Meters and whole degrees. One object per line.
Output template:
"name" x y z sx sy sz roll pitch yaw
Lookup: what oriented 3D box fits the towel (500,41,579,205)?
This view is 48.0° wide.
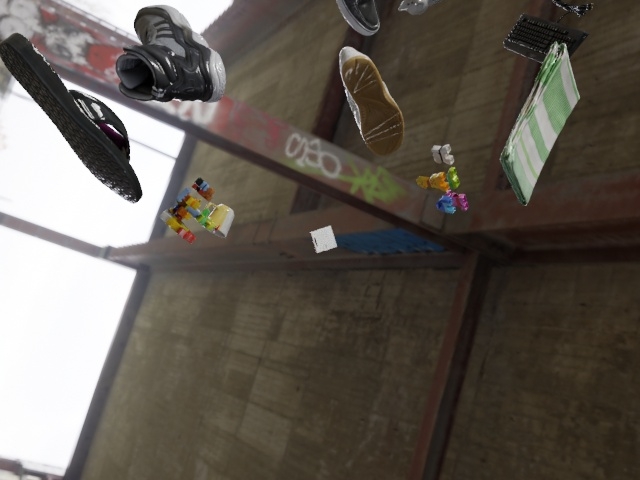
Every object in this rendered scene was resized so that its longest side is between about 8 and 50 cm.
"towel" 0.534 -0.275 1.732 0.038 0.248 0.325 20 -102 33

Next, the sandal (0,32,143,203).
"sandal" -0.522 -0.276 1.605 0.107 0.446 0.167 -47 -154 -28

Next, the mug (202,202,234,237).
"mug" -0.234 -0.052 1.678 0.064 0.062 0.078 -62 165 -16

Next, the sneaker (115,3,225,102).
"sneaker" -0.284 -0.317 1.210 0.268 0.153 0.101 46 -45 32

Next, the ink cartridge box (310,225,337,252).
"ink cartridge box" 0.000 0.000 1.973 0.029 0.115 0.063 -17 -90 31

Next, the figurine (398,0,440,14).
"figurine" 0.322 -0.662 1.870 0.214 0.092 0.209 -14 -156 40

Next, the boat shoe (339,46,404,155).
"boat shoe" 0.112 -0.310 1.591 0.098 0.277 0.096 -23 -136 4

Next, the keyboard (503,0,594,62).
"keyboard" 0.654 -0.606 2.046 0.201 0.033 0.317 -51 -151 10

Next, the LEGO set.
"LEGO set" 0.330 -0.159 2.016 0.093 0.227 0.087 13 -128 40

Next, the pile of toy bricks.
"pile of toy bricks" -0.256 -0.054 1.503 0.118 0.105 0.212 -47 -172 1

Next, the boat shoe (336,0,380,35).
"boat shoe" 0.075 -0.547 1.523 0.080 0.229 0.076 -39 -159 -31
